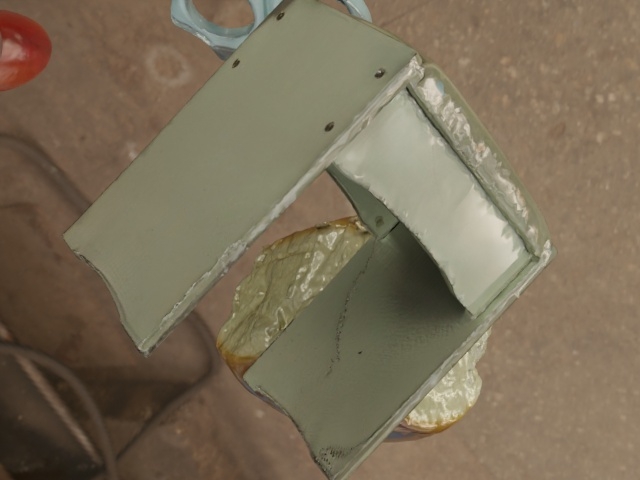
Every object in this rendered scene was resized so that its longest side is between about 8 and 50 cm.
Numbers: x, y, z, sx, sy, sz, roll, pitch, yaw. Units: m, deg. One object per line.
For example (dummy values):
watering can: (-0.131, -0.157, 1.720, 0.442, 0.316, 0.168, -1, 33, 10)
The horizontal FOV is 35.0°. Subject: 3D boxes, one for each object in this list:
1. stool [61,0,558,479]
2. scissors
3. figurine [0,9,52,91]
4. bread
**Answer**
stool: (0.000, 0.000, 0.771, 0.243, 0.270, 0.170, 46, 177, -41)
scissors: (-0.049, -0.258, 0.830, 0.191, 0.029, 0.360, 9, 154, 6)
figurine: (-0.473, -0.228, 1.137, 0.211, 0.261, 0.269, -44, 106, 7)
bread: (0.037, 0.116, 1.191, 0.250, 0.225, 0.279, 27, 161, -28)
